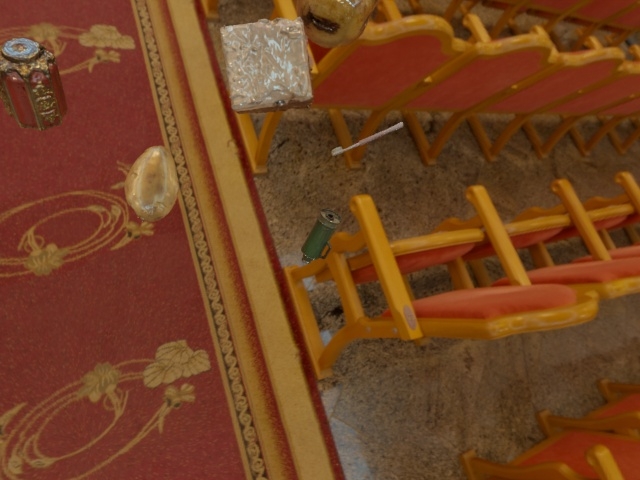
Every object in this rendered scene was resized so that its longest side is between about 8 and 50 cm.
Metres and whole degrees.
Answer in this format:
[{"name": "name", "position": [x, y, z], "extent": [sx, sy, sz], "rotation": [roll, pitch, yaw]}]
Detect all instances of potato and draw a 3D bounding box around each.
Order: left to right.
[{"name": "potato", "position": [-0.530, -0.176, 1.383], "extent": [0.161, 0.128, 0.235], "rotation": [-10, 93, -31]}]

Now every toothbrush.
[{"name": "toothbrush", "position": [0.118, -0.257, 1.123], "extent": [0.194, 0.014, 0.017], "rotation": [-21, 84, 3]}]

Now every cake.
[{"name": "cake", "position": [-0.080, -0.267, 0.681], "extent": [0.135, 0.147, 0.134], "rotation": [-7, 98, 0]}]

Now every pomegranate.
[{"name": "pomegranate", "position": [0.053, -0.826, 1.506], "extent": [0.322, 0.322, 0.322], "rotation": [11, 62, -23]}]

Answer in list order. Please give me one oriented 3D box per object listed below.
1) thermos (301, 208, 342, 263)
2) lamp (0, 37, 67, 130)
[{"name": "thermos", "position": [-0.002, -0.003, 1.383], "extent": [0.083, 0.188, 0.073], "rotation": [25, 31, -7]}, {"name": "lamp", "position": [-0.867, -0.460, 1.325], "extent": [0.177, 0.274, 0.177], "rotation": [10, 54, -14]}]
